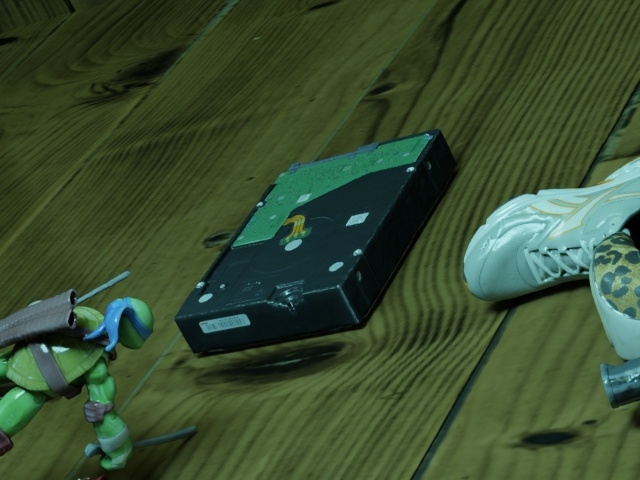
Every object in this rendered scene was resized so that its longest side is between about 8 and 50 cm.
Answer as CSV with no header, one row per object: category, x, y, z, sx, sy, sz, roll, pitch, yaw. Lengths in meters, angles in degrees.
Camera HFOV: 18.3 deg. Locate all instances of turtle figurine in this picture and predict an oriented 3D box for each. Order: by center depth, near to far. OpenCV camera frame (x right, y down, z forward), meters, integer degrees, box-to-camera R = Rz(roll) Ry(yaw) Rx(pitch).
turtle figurine,-0.280,0.163,2.060,0.266,0.197,0.275,-25,-1,-4

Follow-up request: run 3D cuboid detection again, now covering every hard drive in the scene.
hard drive,0.000,0.000,2.326,0.237,0.064,0.339,-12,28,32

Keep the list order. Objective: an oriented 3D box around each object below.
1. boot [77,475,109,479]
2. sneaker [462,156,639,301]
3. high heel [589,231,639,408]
boot,-0.310,0.282,2.056,0.176,0.088,0.244,-33,30,-16
sneaker,0.267,0.000,1.999,0.262,0.099,0.121,-25,28,8
high heel,0.346,0.051,1.819,0.186,0.093,0.261,-17,30,14
